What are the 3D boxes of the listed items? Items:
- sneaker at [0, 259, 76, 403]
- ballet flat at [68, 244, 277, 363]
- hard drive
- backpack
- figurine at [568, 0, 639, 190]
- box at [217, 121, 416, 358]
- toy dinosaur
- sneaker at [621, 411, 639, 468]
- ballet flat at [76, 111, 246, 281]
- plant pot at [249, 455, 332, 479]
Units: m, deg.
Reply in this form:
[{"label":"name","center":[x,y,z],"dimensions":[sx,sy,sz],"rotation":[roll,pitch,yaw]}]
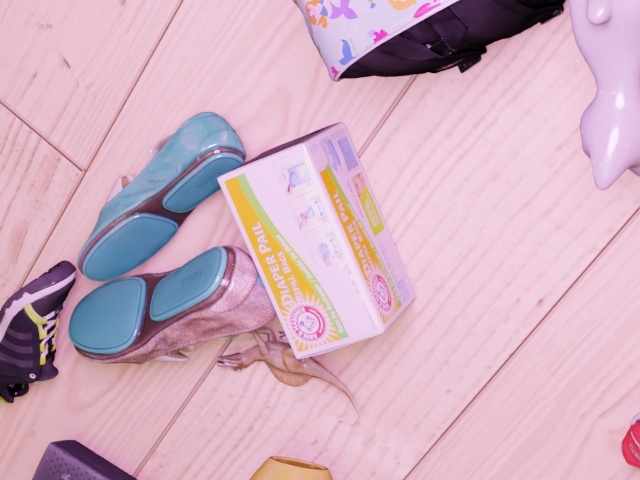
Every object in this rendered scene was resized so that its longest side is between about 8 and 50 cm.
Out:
[{"label":"sneaker","center":[-0.335,0.114,1.373],"dimensions":[0.097,0.084,0.235],"rotation":[46,127,0]},{"label":"ballet flat","center":[-0.157,0.088,1.259],"dimensions":[0.106,0.107,0.316],"rotation":[29,151,-33]},{"label":"hard drive","center":[-0.297,0.379,1.447],"dimensions":[0.172,0.054,0.254],"rotation":[28,115,13]},{"label":"backpack","center":[0.090,-0.234,0.975],"dimensions":[0.225,0.253,0.191],"rotation":[-26,94,29]},{"label":"figurine","center":[0.283,-0.158,0.948],"dimensions":[0.092,0.215,0.209],"rotation":[16,119,49]},{"label":"box","center":[0.000,0.000,1.166],"dimensions":[0.103,0.114,0.203],"rotation":[-20,99,26]},{"label":"toy dinosaur","center":[-0.028,0.126,1.263],"dimensions":[0.183,0.053,0.092],"rotation":[13,126,27]},{"label":"sneaker","center":[0.403,0.261,1.098],"dimensions":[0.279,0.107,0.118],"rotation":[47,136,8]},{"label":"ballet flat","center":[-0.176,-0.052,1.254],"dimensions":[0.247,0.083,0.087],"rotation":[-39,52,26]},{"label":"plant pot","center":[-0.033,0.292,1.276],"dimensions":[0.134,0.134,0.095],"rotation":[10,85,20]}]
